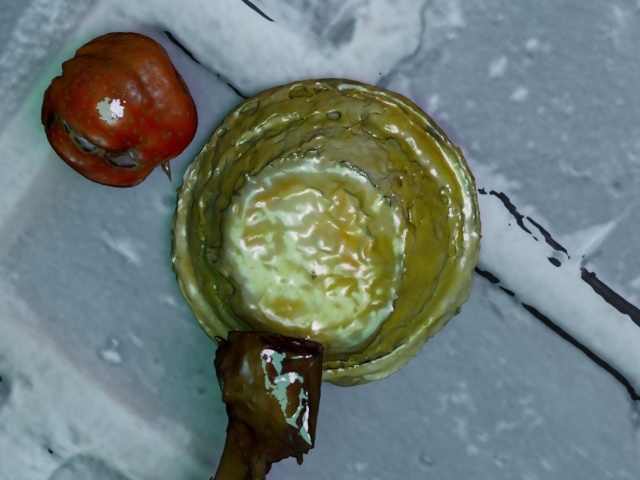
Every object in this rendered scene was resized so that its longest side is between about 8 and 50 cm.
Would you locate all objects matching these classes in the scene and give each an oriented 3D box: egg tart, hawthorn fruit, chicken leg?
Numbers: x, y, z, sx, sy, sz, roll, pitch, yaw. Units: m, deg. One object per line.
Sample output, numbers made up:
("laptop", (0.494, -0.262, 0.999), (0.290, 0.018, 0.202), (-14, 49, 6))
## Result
("egg tart", (0.000, 0.000, 1.101), (0.191, 0.074, 0.191), (2, 102, 9))
("hawthorn fruit", (-0.112, -0.070, 1.094), (0.093, 0.093, 0.093), (2, 105, 8))
("chicken leg", (-0.055, 0.171, 1.110), (0.113, 0.093, 0.304), (49, 131, 33))
